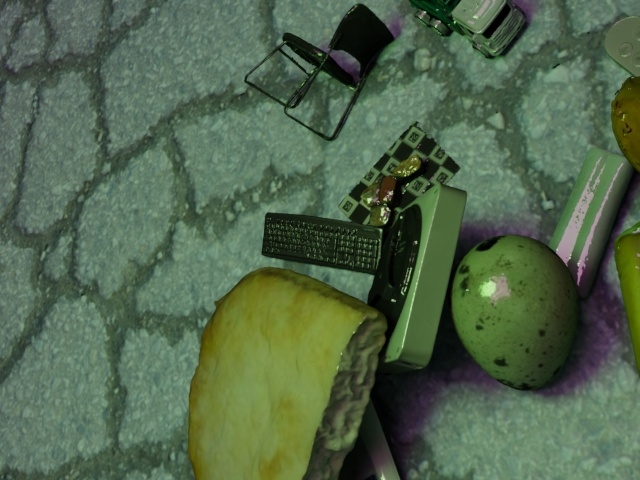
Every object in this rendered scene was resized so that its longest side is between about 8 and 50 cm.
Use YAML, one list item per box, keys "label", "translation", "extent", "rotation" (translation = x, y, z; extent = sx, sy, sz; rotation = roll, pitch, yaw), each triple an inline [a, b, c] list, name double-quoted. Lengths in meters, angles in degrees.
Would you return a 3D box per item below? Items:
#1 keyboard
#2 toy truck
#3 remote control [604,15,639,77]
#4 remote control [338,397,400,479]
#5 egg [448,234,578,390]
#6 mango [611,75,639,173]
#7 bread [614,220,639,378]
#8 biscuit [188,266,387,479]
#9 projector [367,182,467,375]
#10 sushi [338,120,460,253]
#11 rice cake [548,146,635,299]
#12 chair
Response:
- label: "keyboard"
  translation: [0.000, 0.000, 1.784]
  extent: [0.251, 0.017, 0.087]
  rotation: [9, 95, 37]
- label: "toy truck"
  translation: [0.225, -0.396, 1.734]
  extent: [0.110, 0.116, 0.216]
  rotation: [-52, 52, 6]
- label: "remote control"
  translation: [0.512, -0.249, 1.539]
  extent: [0.077, 0.022, 0.245]
  rotation: [-48, 52, 11]
- label: "remote control"
  translation: [0.033, 0.281, 1.626]
  extent: [0.109, 0.055, 0.313]
  rotation: [-44, 52, 33]
- label: "egg"
  translation: [0.271, 0.103, 1.462]
  extent: [0.177, 0.177, 0.228]
  rotation: [-9, 106, 32]
- label: "mango"
  translation: [0.504, -0.147, 1.428]
  extent: [0.156, 0.151, 0.249]
  rotation: [-46, 52, -5]
- label: "bread"
  translation: [0.487, 0.141, 1.345]
  extent: [0.166, 0.112, 0.383]
  rotation: [-16, 64, 26]
- label: "biscuit"
  translation: [-0.077, 0.258, 1.630]
  extent: [0.446, 0.104, 0.429]
  rotation: [21, 100, 56]
- label: "projector"
  translation: [0.125, 0.062, 1.554]
  extent: [0.079, 0.257, 0.259]
  rotation: [17, 77, -8]
- label: "sushi"
  translation: [0.122, -0.096, 1.741]
  extent: [0.201, 0.031, 0.139]
  rotation: [-49, 52, 9]
- label: "rice cake"
  translation: [0.388, -0.027, 1.525]
  extent: [0.080, 0.042, 0.221]
  rotation: [18, 83, 43]
- label: "chair"
  translation: [0.003, -0.315, 1.844]
  extent: [0.145, 0.140, 0.221]
  rotation: [37, 92, 37]
